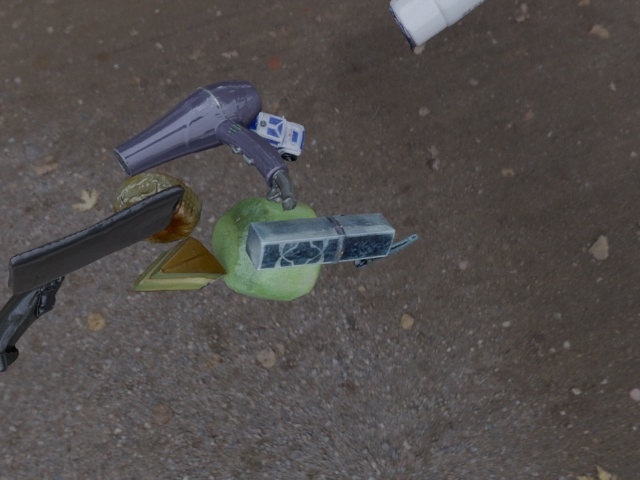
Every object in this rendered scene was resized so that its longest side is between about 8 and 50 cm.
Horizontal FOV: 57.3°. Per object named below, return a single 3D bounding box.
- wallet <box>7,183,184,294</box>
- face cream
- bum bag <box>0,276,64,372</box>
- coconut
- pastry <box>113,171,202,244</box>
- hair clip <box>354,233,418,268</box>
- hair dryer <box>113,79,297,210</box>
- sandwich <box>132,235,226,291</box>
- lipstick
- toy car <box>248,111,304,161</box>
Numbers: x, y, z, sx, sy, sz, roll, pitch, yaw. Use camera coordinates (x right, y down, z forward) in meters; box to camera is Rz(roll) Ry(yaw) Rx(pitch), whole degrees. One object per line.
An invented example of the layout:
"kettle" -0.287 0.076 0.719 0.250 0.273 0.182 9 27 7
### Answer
"wallet" -0.302 -0.002 0.804 0.244 0.124 0.025 -29 82 -35
"face cream" 0.182 -0.288 0.592 0.244 0.058 0.092 -31 26 16
"bum bag" -0.645 0.171 1.247 0.142 0.079 0.326 -5 48 38
"coconut" -0.125 0.025 1.616 0.329 0.328 0.281 26 108 17
"pastry" -0.378 -0.073 1.353 0.182 0.192 0.093 -20 52 17
"hair clip" 0.198 0.023 1.725 0.230 0.070 0.039 -19 58 -35
"hair dryer" -0.173 -0.155 1.072 0.301 0.121 0.361 -35 54 -24
"sandwich" -0.334 0.096 1.405 0.117 0.187 0.144 -30 108 26
"lipstick" 0.000 0.000 1.127 0.290 0.077 0.076 -5 39 -26
"toy car" -0.115 -0.236 1.277 0.171 0.070 0.080 14 73 -17
